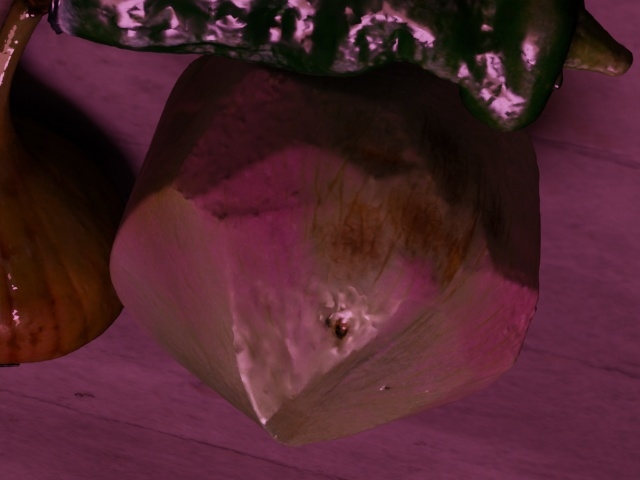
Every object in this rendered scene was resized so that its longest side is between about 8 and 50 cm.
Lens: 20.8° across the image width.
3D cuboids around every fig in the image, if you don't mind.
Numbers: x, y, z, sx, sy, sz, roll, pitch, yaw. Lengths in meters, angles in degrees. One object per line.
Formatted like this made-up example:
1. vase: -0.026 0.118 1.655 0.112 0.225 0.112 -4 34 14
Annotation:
1. fig: -0.190 -0.033 1.045 0.151 0.151 0.259 13 144 6

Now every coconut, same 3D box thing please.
1. coconut: 0.000 0.000 0.915 0.204 0.236 0.236 -18 134 39

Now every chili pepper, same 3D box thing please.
1. chili pepper: 0.019 -0.127 0.825 0.270 0.136 0.099 17 176 3

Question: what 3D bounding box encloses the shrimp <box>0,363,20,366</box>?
1. shrimp: -0.334 0.098 1.377 0.232 0.079 0.090 -1 106 18
